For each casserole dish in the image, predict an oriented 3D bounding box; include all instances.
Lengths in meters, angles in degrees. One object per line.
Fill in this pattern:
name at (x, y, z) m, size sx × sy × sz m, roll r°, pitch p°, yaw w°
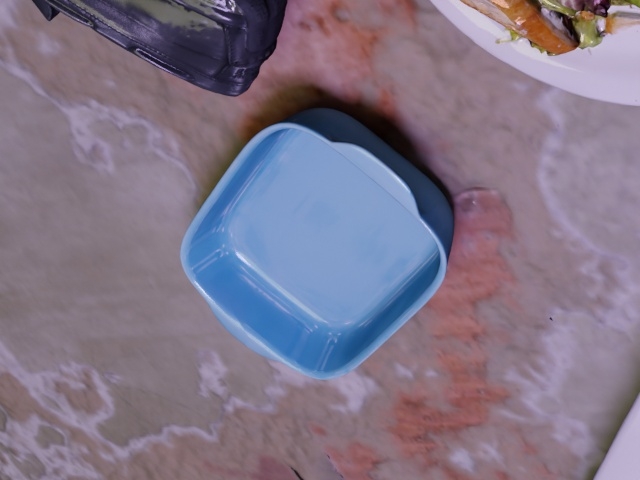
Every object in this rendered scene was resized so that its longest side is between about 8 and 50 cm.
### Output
casserole dish at (0.000, 0.000, 0.841) m, size 0.114 × 0.037 × 0.188 m, roll 39°, pitch 144°, yaw -1°

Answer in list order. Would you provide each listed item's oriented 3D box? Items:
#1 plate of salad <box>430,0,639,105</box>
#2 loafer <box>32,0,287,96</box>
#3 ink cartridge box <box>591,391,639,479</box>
plate of salad at (0.091, -0.125, 0.621) m, size 0.200 × 0.048 × 0.200 m, roll 25°, pitch 142°, yaw 21°
loafer at (-0.120, -0.135, 0.766) m, size 0.223 × 0.076 × 0.078 m, roll 29°, pitch 134°, yaw 7°
ink cartridge box at (0.211, 0.140, 0.751) m, size 0.186 × 0.065 × 0.311 m, roll 46°, pitch 145°, yaw 24°
